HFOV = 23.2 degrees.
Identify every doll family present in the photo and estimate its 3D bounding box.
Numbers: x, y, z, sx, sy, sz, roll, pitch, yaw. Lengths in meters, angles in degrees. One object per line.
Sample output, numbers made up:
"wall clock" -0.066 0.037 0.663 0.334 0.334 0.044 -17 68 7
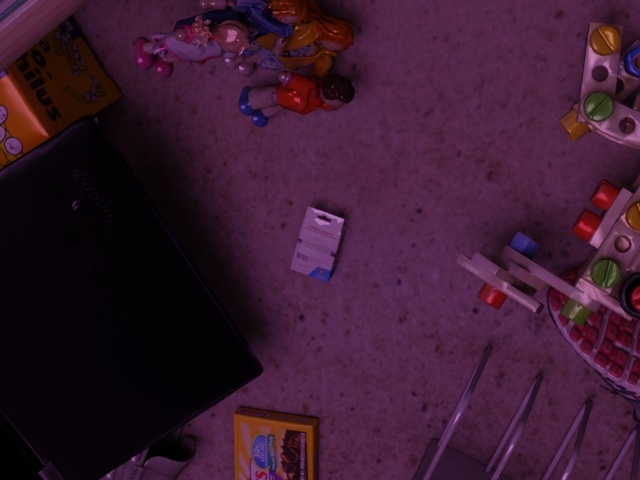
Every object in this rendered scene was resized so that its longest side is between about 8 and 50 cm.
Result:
"doll family" -0.062 -0.217 1.645 0.163 0.263 0.118 -9 71 38

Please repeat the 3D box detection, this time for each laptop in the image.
"laptop" -0.356 0.085 1.784 0.408 0.236 0.382 0 131 44

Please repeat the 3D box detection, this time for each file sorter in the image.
"file sorter" 0.257 0.272 1.733 0.278 0.193 0.173 28 113 6

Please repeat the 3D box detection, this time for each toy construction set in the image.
"toy construction set" 0.286 -0.041 1.601 0.215 0.151 0.327 32 108 0

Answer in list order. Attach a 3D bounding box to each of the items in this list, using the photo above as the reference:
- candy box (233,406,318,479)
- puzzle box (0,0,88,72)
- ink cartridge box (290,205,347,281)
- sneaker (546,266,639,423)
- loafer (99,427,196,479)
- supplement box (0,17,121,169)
"candy box" -0.055 0.309 1.936 0.105 0.027 0.205 7 112 18
"puzzle box" -0.249 -0.366 1.506 0.409 0.052 0.272 -37 63 6
"ink cartridge box" 0.000 0.000 1.795 0.048 0.028 0.083 20 115 9
"sneaker" 0.360 0.152 1.699 0.299 0.121 0.112 43 153 8
"loafer" -0.213 0.264 1.921 0.112 0.112 0.319 18 115 20
"supplement box" -0.446 -0.143 1.789 0.357 0.195 0.194 -28 101 25
